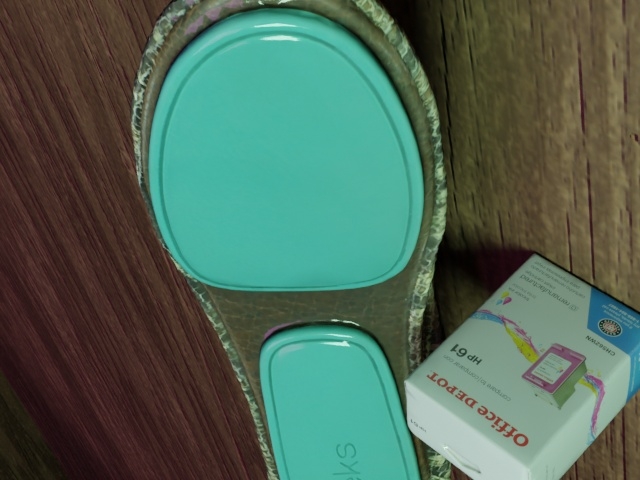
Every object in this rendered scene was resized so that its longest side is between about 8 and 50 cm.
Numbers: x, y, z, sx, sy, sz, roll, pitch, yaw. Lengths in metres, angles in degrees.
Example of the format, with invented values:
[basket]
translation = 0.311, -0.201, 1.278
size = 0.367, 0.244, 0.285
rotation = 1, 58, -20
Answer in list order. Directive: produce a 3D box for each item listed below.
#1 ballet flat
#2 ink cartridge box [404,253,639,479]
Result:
[ballet flat]
translation = 0.000, 0.000, 0.696
size = 0.164, 0.182, 0.483
rotation = -3, 137, 9
[ink cartridge box]
translation = 0.119, 0.079, 0.658
size = 0.088, 0.122, 0.052
rotation = 33, 152, 31
